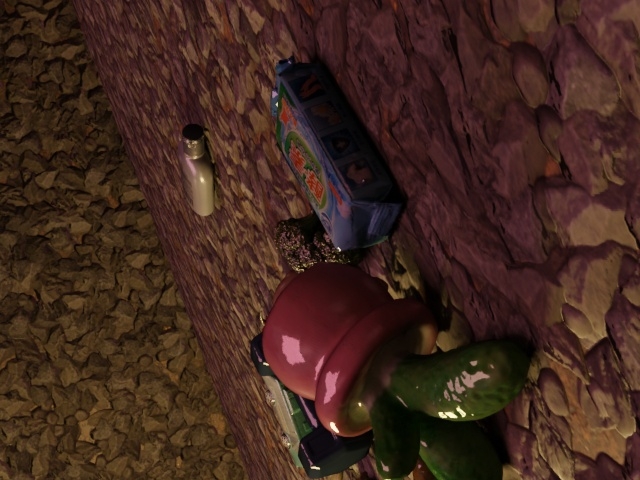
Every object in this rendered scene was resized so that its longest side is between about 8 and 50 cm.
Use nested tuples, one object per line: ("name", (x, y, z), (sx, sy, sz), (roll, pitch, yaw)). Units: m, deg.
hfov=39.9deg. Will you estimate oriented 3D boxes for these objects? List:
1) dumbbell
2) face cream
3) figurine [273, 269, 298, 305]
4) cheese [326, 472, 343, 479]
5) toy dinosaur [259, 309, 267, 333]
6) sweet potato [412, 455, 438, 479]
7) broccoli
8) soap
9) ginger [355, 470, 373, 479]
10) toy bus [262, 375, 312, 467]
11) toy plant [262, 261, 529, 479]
("dumbbell", (-0.021, 0.314, 1.786), (0.316, 0.144, 0.156), (61, 162, 26))
("face cream", (-0.314, -0.186, 2.214), (0.144, 0.071, 0.291), (60, 162, 27))
("figurine", (-0.020, 0.107, 1.500), (0.186, 0.176, 0.287), (48, -172, -24))
("cheese", (0.037, 0.475, 1.955), (0.097, 0.037, 0.192), (-81, -4, -53))
("toy dinosaur", (-0.124, 0.231, 2.199), (0.142, 0.057, 0.212), (-102, 11, -62))
("sweet potato", (0.165, 0.439, 1.386), (0.130, 0.131, 0.422), (57, 159, 35))
("broccoli", (0.000, 0.000, 1.371), (0.162, 0.146, 0.137), (-116, 41, -74))
("soap", (0.011, -0.121, 1.258), (0.293, 0.077, 0.156), (61, 162, 25))
("ginger", (0.135, 0.607, 1.756), (0.290, 0.084, 0.122), (70, 162, -6))
("toy bus", (-0.059, 0.425, 2.151), (0.109, 0.091, 0.261), (-4, 108, 62))
("toy plant", (0.092, 0.167, 1.152), (0.356, 0.211, 0.317), (40, 148, 35))
